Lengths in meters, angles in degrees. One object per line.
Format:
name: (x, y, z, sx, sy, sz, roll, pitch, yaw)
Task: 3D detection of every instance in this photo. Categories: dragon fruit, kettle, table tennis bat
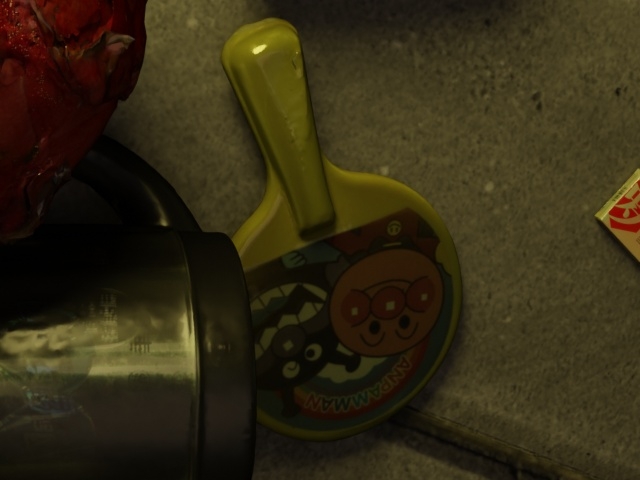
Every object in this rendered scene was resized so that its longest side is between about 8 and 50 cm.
dragon fruit: (-0.241, -0.146, 0.840, 0.295, 0.295, 0.302, 17, 91, -23)
kettle: (-0.228, 0.065, 0.979, 0.324, 0.228, 0.321, -1, 81, -15)
table tennis bat: (0.000, 0.000, 1.106, 0.224, 0.054, 0.369, -21, 116, -14)

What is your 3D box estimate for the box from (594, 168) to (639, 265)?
box: (0.289, -0.012, 1.220, 0.058, 0.015, 0.093, -48, 115, -1)
